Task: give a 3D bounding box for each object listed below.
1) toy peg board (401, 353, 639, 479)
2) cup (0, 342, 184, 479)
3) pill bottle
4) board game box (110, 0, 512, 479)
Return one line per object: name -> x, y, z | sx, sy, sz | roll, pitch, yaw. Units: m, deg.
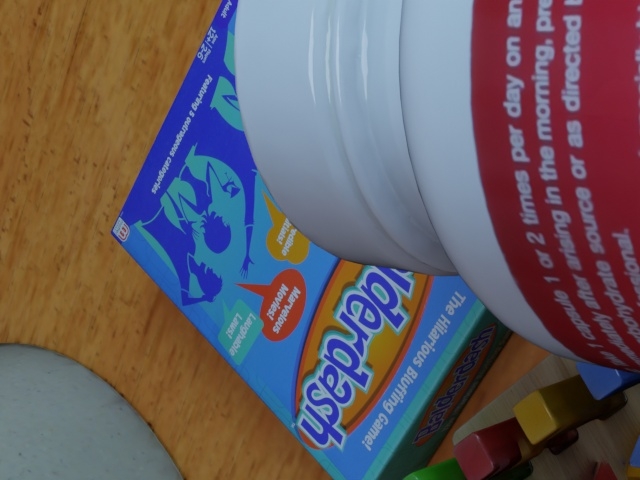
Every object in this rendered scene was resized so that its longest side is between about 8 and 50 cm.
toy peg board -> 0.119, 0.122, 0.711 | 0.160, 0.079, 0.161 | -47, 66, 45
cup -> -0.247, 0.241, 0.975 | 0.331, 0.237, 0.331 | 8, 102, 40
pill bottle -> 0.177, -0.060, 0.564 | 0.407, 0.229, 0.229 | 6, 100, 40
board game box -> 0.000, 0.000, 0.848 | 0.210, 0.047, 0.160 | 44, 122, 27
